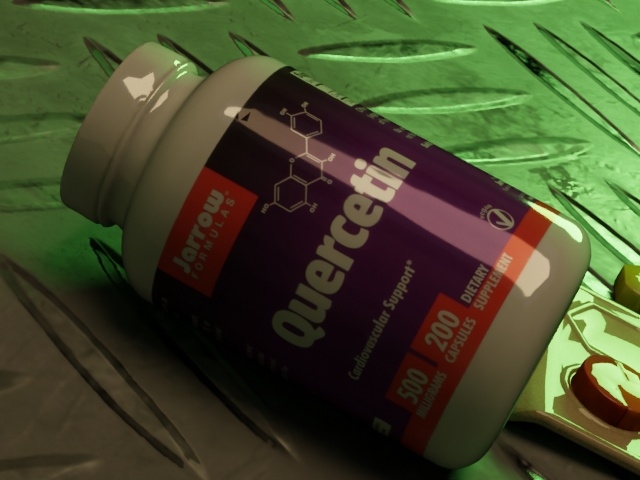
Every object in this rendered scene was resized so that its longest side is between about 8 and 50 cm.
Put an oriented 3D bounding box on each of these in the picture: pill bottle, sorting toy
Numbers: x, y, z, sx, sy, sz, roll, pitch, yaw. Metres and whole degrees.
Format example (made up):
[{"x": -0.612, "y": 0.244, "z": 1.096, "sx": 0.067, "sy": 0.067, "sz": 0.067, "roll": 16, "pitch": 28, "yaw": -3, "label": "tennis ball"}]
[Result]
[{"x": 0.000, "y": 0.000, "z": 1.296, "sx": 0.323, "sy": 0.181, "sz": 0.181, "roll": 28, "pitch": 28, "yaw": 8, "label": "pill bottle"}, {"x": 0.254, "y": 0.087, "z": 1.493, "sx": 0.229, "sy": 0.041, "sz": 0.307, "roll": 23, "pitch": 28, "yaw": -3, "label": "sorting toy"}]
